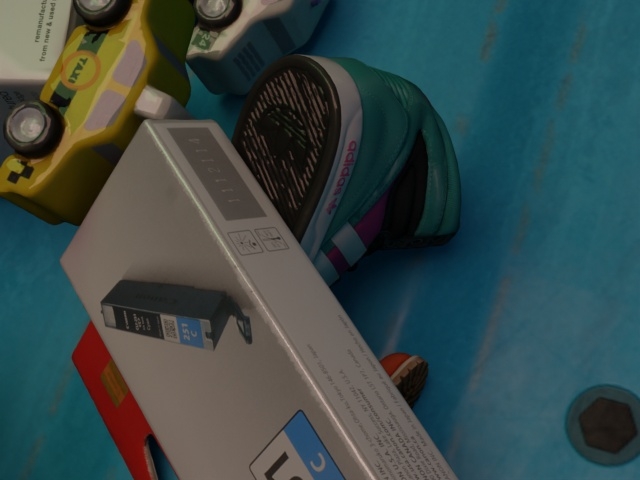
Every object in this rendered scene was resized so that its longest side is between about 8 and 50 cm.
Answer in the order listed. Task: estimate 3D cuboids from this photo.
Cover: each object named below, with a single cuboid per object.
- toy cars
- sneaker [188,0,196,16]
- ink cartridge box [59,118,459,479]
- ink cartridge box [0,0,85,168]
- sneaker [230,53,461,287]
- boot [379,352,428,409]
[{"bbox_3d":[-0.076,-0.144,0.788,0.087,0.176,0.393,24,42,17],"label":"toy cars"},{"bbox_3d":[-0.143,-0.220,0.934,0.209,0.069,0.082,-32,44,1],"label":"sneaker"},{"bbox_3d":[-0.074,0.117,0.690,0.296,0.066,0.261,55,129,24],"label":"ink cartridge box"},{"bbox_3d":[-0.290,-0.124,0.838,0.273,0.197,0.114,3,69,7],"label":"ink cartridge box"},{"bbox_3d":[0.000,0.000,0.773,0.124,0.178,0.295,48,127,29],"label":"sneaker"},{"bbox_3d":[0.000,0.120,0.760,0.158,0.059,0.084,-41,59,-2],"label":"boot"}]
